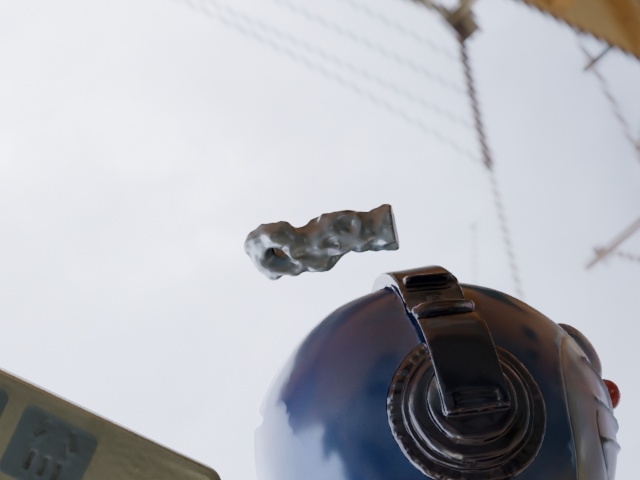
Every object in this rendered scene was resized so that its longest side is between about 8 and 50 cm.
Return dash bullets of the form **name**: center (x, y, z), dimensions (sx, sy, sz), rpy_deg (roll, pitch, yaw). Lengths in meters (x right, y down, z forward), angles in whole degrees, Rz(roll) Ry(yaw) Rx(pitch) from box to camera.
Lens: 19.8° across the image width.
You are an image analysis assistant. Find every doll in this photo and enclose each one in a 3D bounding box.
- **doll**: center (0.085, 0.169, 1.145), dimensions (0.240, 0.284, 0.310), rpy_deg (-7, -106, -7)

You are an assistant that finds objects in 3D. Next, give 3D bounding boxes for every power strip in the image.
- **power strip**: center (-0.132, 0.094, 0.728), dimensions (0.192, 0.081, 0.035), rpy_deg (26, 174, -6)

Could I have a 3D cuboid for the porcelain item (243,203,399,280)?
- **porcelain item**: center (0.000, 0.000, 0.981), dimensions (0.028, 0.083, 0.036), rpy_deg (-97, -3, -45)
